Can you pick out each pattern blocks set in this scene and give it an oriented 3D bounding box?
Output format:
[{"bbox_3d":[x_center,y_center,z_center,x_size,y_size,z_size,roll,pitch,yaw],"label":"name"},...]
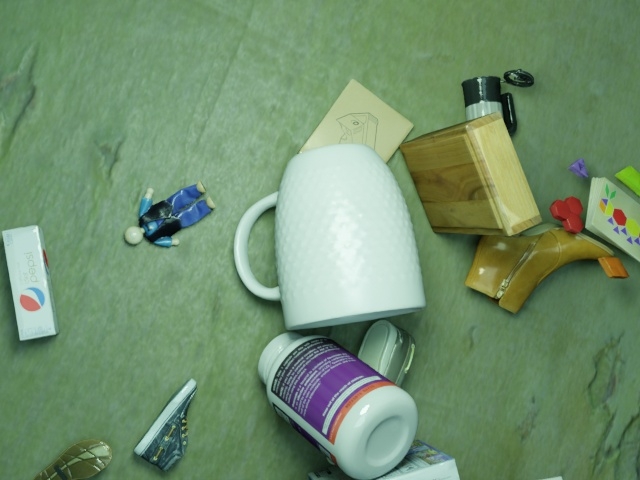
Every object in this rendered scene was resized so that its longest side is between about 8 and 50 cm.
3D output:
[{"bbox_3d":[0.634,-0.041,1.944,0.325,0.026,0.285,41,55,-10],"label":"pattern blocks set"}]

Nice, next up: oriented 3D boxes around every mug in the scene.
[{"bbox_3d":[0.000,0.000,1.803,0.374,0.276,0.328,-12,81,21],"label":"mug"}]

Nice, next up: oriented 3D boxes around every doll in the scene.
[{"bbox_3d":[-0.310,-0.051,1.850,0.189,0.046,0.129,-31,100,-3],"label":"doll"}]

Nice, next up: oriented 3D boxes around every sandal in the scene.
[{"bbox_3d":[-0.485,0.444,1.792,0.180,0.049,0.072,-34,86,5],"label":"sandal"}]

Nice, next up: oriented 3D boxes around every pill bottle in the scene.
[{"bbox_3d":[0.021,0.296,1.733,0.181,0.323,0.182,-18,122,-32],"label":"pill bottle"}]

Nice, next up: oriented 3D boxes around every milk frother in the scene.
[{"bbox_3d":[0.374,-0.278,1.919,0.129,0.143,0.135,-4,84,-16],"label":"milk frother"}]

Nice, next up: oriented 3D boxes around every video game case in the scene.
[{"bbox_3d":[0.115,0.460,1.764,0.244,0.269,0.061,-15,88,-9],"label":"video game case"}]

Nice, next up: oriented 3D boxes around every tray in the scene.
[{"bbox_3d":[0.269,-0.115,1.747,0.076,0.411,0.203,-24,96,-10],"label":"tray"}]

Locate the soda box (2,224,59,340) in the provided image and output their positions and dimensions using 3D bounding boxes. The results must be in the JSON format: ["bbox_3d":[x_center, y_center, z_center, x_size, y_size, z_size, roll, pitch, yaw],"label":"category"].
[{"bbox_3d":[-0.562,0.083,1.789,0.069,0.074,0.216,-9,88,-9],"label":"soda box"}]

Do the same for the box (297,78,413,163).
[{"bbox_3d":[0.073,-0.213,1.932,0.164,0.021,0.201,37,82,-4],"label":"box"}]

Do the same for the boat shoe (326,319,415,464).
[{"bbox_3d":[0.104,0.316,1.855,0.091,0.109,0.305,27,82,-32],"label":"boat shoe"}]

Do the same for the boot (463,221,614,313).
[{"bbox_3d":[0.458,0.060,1.943,0.295,0.104,0.211,20,95,-14],"label":"boot"}]

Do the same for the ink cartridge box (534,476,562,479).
[{"bbox_3d":[0.341,0.540,1.783,0.353,0.207,0.119,4,66,-36],"label":"ink cartridge box"}]

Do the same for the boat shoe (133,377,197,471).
[{"bbox_3d":[-0.283,0.366,1.819,0.083,0.065,0.183,37,87,-7],"label":"boat shoe"}]
